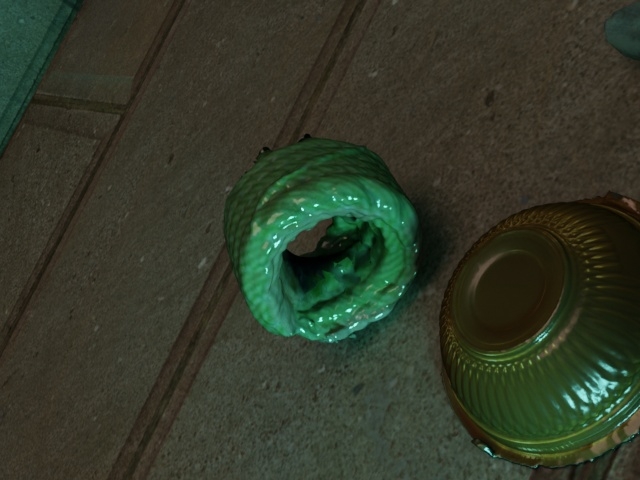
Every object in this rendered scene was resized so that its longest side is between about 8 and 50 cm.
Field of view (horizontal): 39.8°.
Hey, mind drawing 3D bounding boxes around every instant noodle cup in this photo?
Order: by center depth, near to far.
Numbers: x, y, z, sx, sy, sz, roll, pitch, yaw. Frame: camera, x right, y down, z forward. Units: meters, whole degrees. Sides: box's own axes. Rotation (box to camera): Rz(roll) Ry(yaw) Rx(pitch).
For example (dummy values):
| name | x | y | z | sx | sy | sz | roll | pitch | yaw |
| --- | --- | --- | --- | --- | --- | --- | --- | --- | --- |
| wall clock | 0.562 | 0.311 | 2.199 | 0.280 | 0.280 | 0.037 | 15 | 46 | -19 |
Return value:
| name | x | y | z | sx | sy | sz | roll | pitch | yaw |
| --- | --- | --- | --- | --- | --- | --- | --- | --- | --- |
| instant noodle cup | 0.191 | 0.063 | 0.798 | 0.274 | 0.090 | 0.274 | -29 | 46 | 35 |

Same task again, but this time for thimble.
| name | x | y | z | sx | sy | sz | roll | pitch | yaw |
| --- | --- | --- | --- | --- | --- | --- | --- | --- | --- |
| thimble | 0.000 | 0.000 | 0.982 | 0.219 | 0.219 | 0.150 | -48 | 35 | 15 |

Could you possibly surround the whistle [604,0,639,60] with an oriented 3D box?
| name | x | y | z | sx | sy | sz | roll | pitch | yaw |
| --- | --- | --- | --- | --- | --- | --- | --- | --- | --- |
| whistle | 0.379 | -0.167 | 0.758 | 0.062 | 0.062 | 0.312 | -59 | 35 | 0 |
